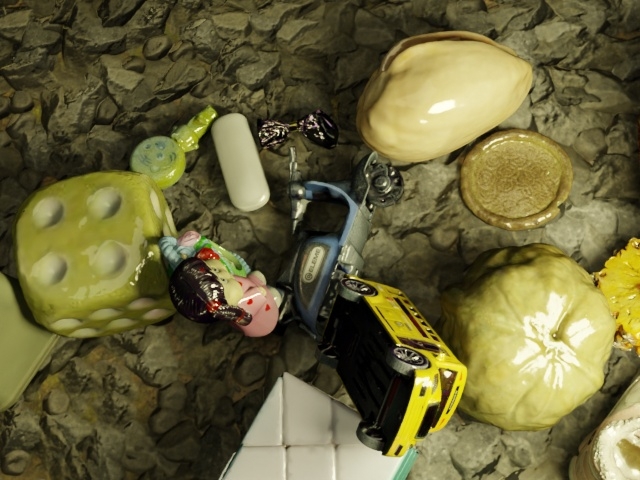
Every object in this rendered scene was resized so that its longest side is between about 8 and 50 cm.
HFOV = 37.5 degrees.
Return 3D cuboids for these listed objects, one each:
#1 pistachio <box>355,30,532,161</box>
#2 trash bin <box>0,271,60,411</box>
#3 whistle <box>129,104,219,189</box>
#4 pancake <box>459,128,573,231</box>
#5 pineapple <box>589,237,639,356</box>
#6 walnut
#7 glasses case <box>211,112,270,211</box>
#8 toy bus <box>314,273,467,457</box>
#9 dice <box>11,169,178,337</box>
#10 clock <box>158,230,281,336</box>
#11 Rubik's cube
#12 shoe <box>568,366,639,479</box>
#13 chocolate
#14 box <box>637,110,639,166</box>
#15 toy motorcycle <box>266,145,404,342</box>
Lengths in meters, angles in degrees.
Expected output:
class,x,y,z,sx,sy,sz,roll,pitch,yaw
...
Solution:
class,x,y,z,sx,sy,sz,roll,pitch,yaw
pistachio,0.212,-0.252,1.638,0.318,0.213,0.193,-16,28,-4
trash bin,-0.574,0.168,1.597,0.121,0.247,0.243,30,81,18
whistle,-0.268,-0.174,1.760,0.104,0.057,0.198,40,75,23
pancake,0.343,-0.107,1.650,0.199,0.021,0.199,-2,74,8
pineapple,0.492,0.084,1.510,0.135,0.079,0.233,-5,44,33
walnut,0.304,0.143,1.445,0.253,0.277,0.282,3,99,-13
glasses case,-0.147,-0.145,1.727,0.074,0.049,0.193,-19,72,3
toy bus,0.107,0.179,1.391,0.151,0.331,0.145,12,109,-22
dice,-0.374,0.026,1.621,0.238,0.227,0.233,-16,73,3
clock,-0.175,0.067,1.505,0.100,0.195,0.194,-50,62,8
Rubik's cube,0.000,0.360,1.453,0.221,0.224,0.231,28,80,16
shoe,0.531,0.275,1.407,0.172,0.198,0.351,39,84,16
chocolate,-0.041,-0.202,1.728,0.147,0.072,0.070,-4,31,0
box,0.663,-0.157,1.487,0.284,0.213,0.259,2,53,11
toy motorcycle,0.000,0.000,1.619,0.213,0.125,0.358,18,80,18
